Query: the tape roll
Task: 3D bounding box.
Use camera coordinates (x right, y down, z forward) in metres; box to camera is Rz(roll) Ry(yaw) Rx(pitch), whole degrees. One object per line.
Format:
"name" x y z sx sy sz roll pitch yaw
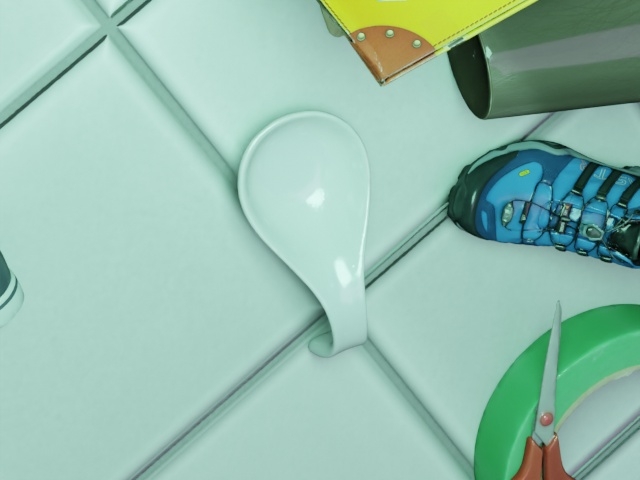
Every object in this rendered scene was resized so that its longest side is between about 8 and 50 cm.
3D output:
"tape roll" 0.332 0.233 2.032 0.321 0.077 0.321 -9 115 -21

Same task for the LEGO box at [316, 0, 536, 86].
"LEGO box" 0.153 -0.413 1.460 0.500 0.193 0.372 -28 126 20

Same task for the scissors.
"scissors" 0.231 0.209 1.918 0.109 0.021 0.297 -18 118 -15

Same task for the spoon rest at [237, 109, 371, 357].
"spoon rest" 0.000 0.000 1.778 0.137 0.084 0.276 -23 119 -15

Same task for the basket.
"basket" 0.248 -0.207 1.764 0.227 0.154 0.204 -17 74 -11

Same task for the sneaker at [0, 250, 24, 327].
"sneaker" -0.427 0.083 1.593 0.321 0.126 0.127 -36 126 -20

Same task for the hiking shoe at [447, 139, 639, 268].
"hiking shoe" 0.281 -0.033 1.864 0.304 0.132 0.113 1 110 -25

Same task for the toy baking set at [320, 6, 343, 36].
"toy baking set" 0.057 -0.324 1.700 0.197 0.030 0.256 37 93 -32
